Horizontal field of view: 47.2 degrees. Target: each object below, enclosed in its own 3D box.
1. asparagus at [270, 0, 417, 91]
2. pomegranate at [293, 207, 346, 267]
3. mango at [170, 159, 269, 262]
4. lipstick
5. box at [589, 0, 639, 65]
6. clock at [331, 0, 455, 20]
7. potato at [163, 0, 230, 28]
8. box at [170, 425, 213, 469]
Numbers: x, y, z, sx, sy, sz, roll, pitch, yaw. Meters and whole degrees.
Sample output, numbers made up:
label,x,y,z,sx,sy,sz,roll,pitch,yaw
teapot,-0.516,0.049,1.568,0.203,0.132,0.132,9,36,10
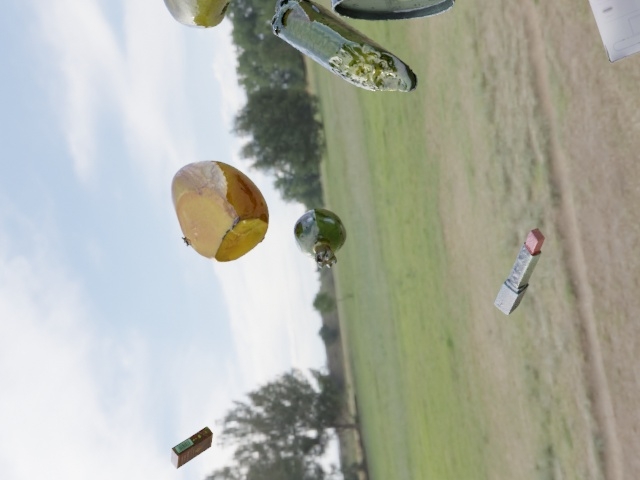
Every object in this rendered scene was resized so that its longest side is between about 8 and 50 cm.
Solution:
label,x,y,z,sx,sy,sz,roll,pitch,yaw
asparagus,0.042,-0.408,1.547,0.382,0.128,0.108,43,112,37
pomegranate,0.000,0.000,1.537,0.142,0.114,0.115,-100,0,-46
mango,-0.224,-0.083,1.567,0.138,0.187,0.257,22,-151,-54
lipstick,0.489,0.075,1.770,0.051,0.051,0.312,44,153,25
box,0.832,-0.620,1.938,0.106,0.203,0.252,-30,-80,-64
clock,0.122,-0.412,1.232,0.215,0.214,0.042,-70,-21,-86
potato,-0.212,-0.467,1.303,0.137,0.154,0.200,50,149,4
box,-0.243,0.391,1.384,0.023,0.082,0.052,43,141,26
